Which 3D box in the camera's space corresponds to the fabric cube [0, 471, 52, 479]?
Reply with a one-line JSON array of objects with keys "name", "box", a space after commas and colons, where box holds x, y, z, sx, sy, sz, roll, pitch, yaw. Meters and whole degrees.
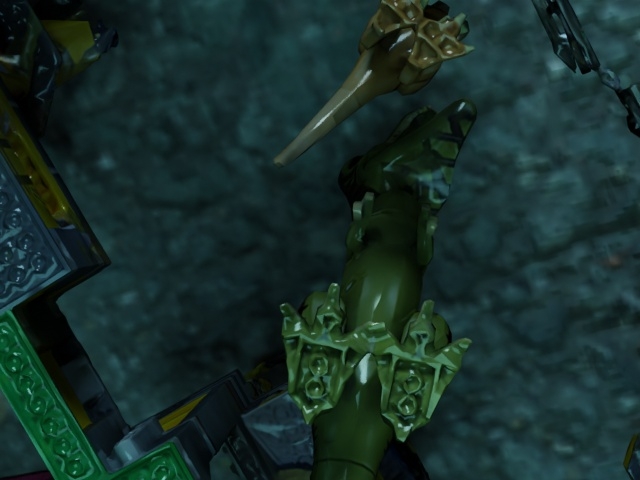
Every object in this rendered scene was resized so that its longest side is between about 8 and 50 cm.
[{"name": "fabric cube", "box": [-0.198, 0.276, 0.538, 0.254, 0.258, 0.259, -14, 111, 14]}]

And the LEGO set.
[{"name": "LEGO set", "box": [0.000, 0.000, 0.453, 0.255, 0.192, 0.331, -38, 90, 3]}]
